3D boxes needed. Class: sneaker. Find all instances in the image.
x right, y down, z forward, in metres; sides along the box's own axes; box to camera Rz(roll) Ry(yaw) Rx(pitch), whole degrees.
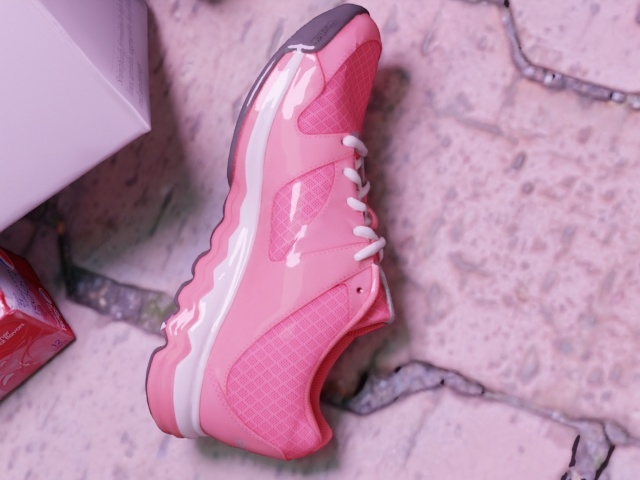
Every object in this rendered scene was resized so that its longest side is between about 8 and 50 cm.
[{"bbox_3d":[0.000,0.000,1.098,0.136,0.116,0.314,20,90,15],"label":"sneaker"}]

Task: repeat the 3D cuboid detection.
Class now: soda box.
[{"bbox_3d":[-0.313,0.112,1.184,0.263,0.092,0.083,-40,63,7],"label":"soda box"}]

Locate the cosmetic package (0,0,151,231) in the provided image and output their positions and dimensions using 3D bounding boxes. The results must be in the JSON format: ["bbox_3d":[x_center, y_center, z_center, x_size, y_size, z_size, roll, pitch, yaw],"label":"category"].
[{"bbox_3d":[-0.312,-0.073,1.147,0.385,0.156,0.217,-31,30,14],"label":"cosmetic package"}]
